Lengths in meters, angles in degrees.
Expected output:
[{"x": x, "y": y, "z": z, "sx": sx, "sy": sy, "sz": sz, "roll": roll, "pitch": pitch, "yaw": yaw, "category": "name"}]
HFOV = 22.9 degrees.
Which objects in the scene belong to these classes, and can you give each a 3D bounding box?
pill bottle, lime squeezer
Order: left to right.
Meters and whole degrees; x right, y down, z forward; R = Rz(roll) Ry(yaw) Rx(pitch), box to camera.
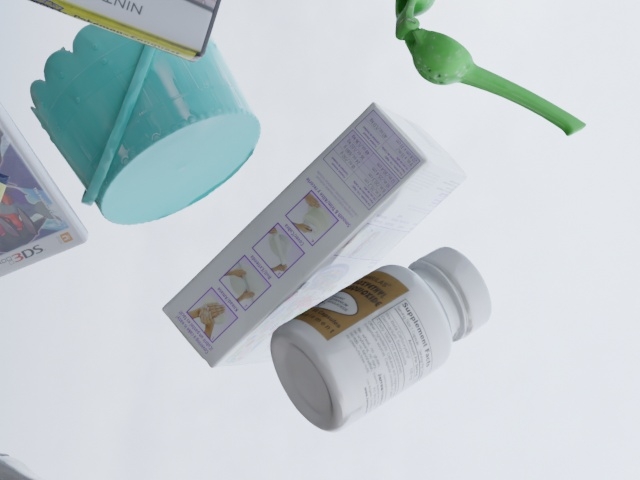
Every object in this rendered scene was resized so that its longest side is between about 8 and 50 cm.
[{"x": 0.070, "y": 0.101, "z": 1.734, "sx": 0.131, "sy": 0.229, "sz": 0.131, "roll": 42, "pitch": -32, "yaw": 33, "category": "pill bottle"}, {"x": 0.114, "y": -0.211, "z": 1.416, "sx": 0.310, "sy": 0.110, "sz": 0.059, "roll": 60, "pitch": -3, "yaw": 7, "category": "lime squeezer"}]

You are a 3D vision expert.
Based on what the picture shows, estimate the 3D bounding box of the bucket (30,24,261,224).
[{"x": -0.225, "y": -0.161, "z": 2.071, "sx": 0.183, "sy": 0.281, "sz": 0.281, "roll": 57, "pitch": -39, "yaw": 19, "category": "bucket"}]

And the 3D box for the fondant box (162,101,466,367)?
[{"x": 0.000, "y": 0.000, "z": 1.798, "sx": 0.330, "sy": 0.096, "sz": 0.238, "roll": -45, "pitch": 168, "yaw": 9, "category": "fondant box"}]

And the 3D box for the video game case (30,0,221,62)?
[{"x": -0.174, "y": -0.316, "z": 1.300, "sx": 0.035, "sy": 0.248, "sz": 0.275, "roll": 171, "pitch": -63, "yaw": -71, "category": "video game case"}]

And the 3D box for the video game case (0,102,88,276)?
[{"x": -0.383, "y": -0.046, "z": 1.739, "sx": 0.183, "sy": 0.201, "sz": 0.023, "roll": -21, "pitch": -150, "yaw": 16, "category": "video game case"}]

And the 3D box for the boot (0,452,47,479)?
[{"x": -0.320, "y": 0.238, "z": 1.414, "sx": 0.258, "sy": 0.123, "sz": 0.095, "roll": -5, "pitch": -101, "yaw": 55, "category": "boot"}]

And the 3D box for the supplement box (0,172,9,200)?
[{"x": -0.317, "y": -0.016, "z": 1.376, "sx": 0.083, "sy": 0.056, "sz": 0.083, "roll": -39, "pitch": -147, "yaw": 60, "category": "supplement box"}]
